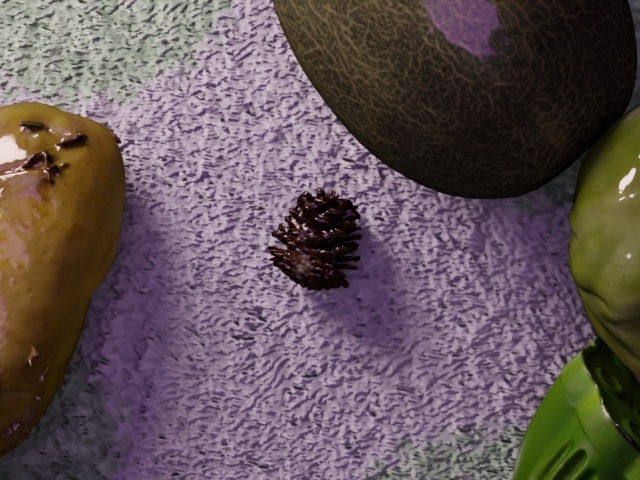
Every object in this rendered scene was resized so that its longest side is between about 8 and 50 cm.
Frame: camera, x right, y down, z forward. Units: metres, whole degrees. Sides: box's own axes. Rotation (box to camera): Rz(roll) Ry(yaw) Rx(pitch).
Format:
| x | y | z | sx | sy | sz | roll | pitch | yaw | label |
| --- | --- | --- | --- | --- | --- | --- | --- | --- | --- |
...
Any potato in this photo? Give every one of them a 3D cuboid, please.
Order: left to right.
| x | y | z | sx | sy | sz | roll | pitch | yaw | label |
| --- | --- | --- | --- | --- | --- | --- | --- | --- | --- |
| -0.262 | 0.033 | 1.562 | 0.173 | 0.140 | 0.300 | 19 | 86 | 3 | potato |

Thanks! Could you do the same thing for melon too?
| x | y | z | sx | sy | sz | roll | pitch | yaw | label |
| --- | --- | --- | --- | --- | --- | --- | --- | --- | --- |
| 0.097 | -0.176 | 1.477 | 0.237 | 0.237 | 0.302 | -42 | 82 | 4 | melon |

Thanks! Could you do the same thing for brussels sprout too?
| x | y | z | sx | sy | sz | roll | pitch | yaw | label |
| --- | --- | --- | --- | --- | --- | --- | --- | --- | --- |
| 0.337 | 0.017 | 1.431 | 0.273 | 0.242 | 0.317 | -39 | 93 | -12 | brussels sprout |

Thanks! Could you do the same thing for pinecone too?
| x | y | z | sx | sy | sz | roll | pitch | yaw | label |
| --- | --- | --- | --- | --- | --- | --- | --- | --- | --- |
| 0.000 | 0.000 | 1.567 | 0.077 | 0.077 | 0.083 | 24 | 72 | 7 | pinecone |

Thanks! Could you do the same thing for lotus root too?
| x | y | z | sx | sy | sz | roll | pitch | yaw | label |
| --- | --- | --- | --- | --- | --- | --- | --- | --- | --- |
| 0.212 | 0.191 | 1.498 | 0.186 | 0.186 | 0.186 | 0 | 88 | 7 | lotus root |
